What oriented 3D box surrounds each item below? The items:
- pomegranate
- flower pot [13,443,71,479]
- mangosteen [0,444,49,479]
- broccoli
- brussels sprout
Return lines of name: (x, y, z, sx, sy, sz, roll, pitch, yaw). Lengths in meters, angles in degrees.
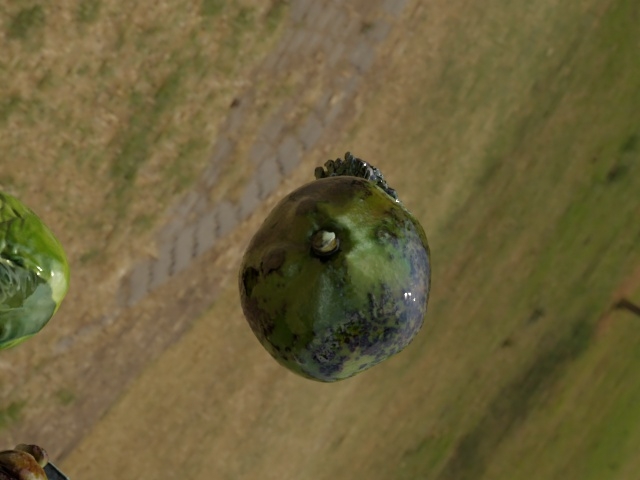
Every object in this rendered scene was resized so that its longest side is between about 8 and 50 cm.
pomegranate: (0.005, 0.043, 1.457, 0.222, 0.204, 0.276, -49, -166, -13)
flower pot: (-0.367, 0.344, 1.577, 0.108, 0.103, 0.229, -49, 167, -29)
mangosteen: (-0.364, 0.306, 1.353, 0.250, 0.211, 0.211, -50, 162, -45)
broccoli: (-0.003, -0.007, 1.859, 0.304, 0.165, 0.145, -42, 149, -45)
brussels sprout: (-0.411, 0.039, 1.564, 0.223, 0.223, 0.161, -39, 170, -40)
